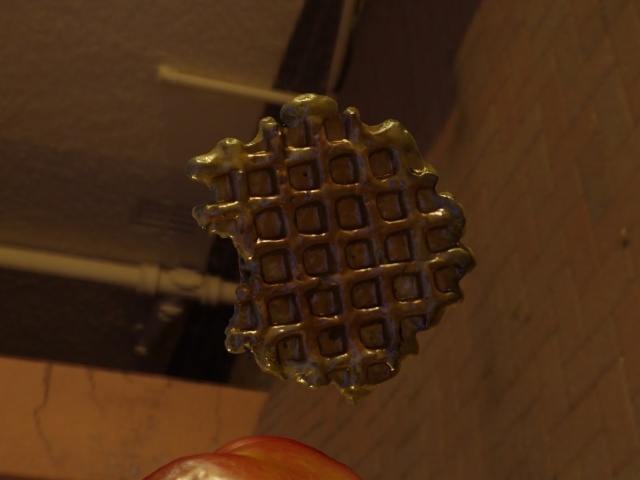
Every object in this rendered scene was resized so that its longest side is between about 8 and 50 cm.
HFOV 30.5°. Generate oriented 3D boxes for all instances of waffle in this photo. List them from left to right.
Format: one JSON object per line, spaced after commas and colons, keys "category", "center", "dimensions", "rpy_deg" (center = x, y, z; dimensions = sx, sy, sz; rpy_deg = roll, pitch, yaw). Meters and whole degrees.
{"category": "waffle", "center": [0.006, 0.008, 1.194], "dimensions": [0.301, 0.281, 0.058], "rpy_deg": [56, 172, -1]}

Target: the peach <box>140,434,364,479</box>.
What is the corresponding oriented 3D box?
{"category": "peach", "center": [-0.041, 0.246, 0.737], "dimensions": [0.199, 0.243, 0.244], "rpy_deg": [-41, 40, 51]}
